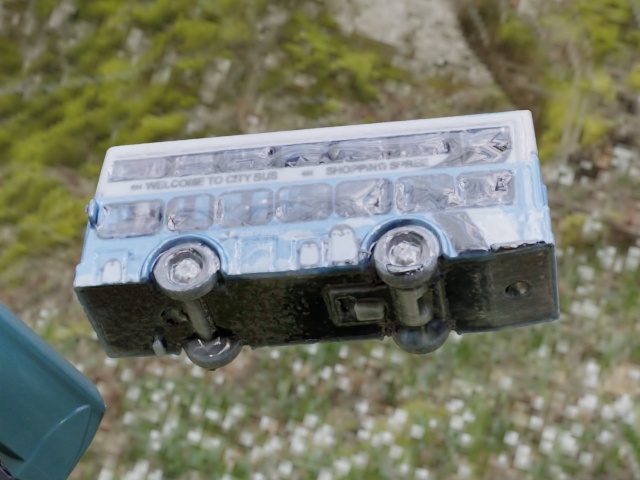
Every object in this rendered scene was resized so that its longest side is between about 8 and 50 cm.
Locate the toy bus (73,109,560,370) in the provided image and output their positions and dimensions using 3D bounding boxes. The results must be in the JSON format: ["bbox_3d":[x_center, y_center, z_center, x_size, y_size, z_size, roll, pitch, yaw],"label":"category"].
[{"bbox_3d":[0.000,0.000,1.052,0.297,0.131,0.106,-4,-35,8],"label":"toy bus"}]

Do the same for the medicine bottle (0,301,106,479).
[{"bbox_3d":[-0.252,0.093,1.129,0.258,0.124,0.079,51,-1,-37],"label":"medicine bottle"}]
